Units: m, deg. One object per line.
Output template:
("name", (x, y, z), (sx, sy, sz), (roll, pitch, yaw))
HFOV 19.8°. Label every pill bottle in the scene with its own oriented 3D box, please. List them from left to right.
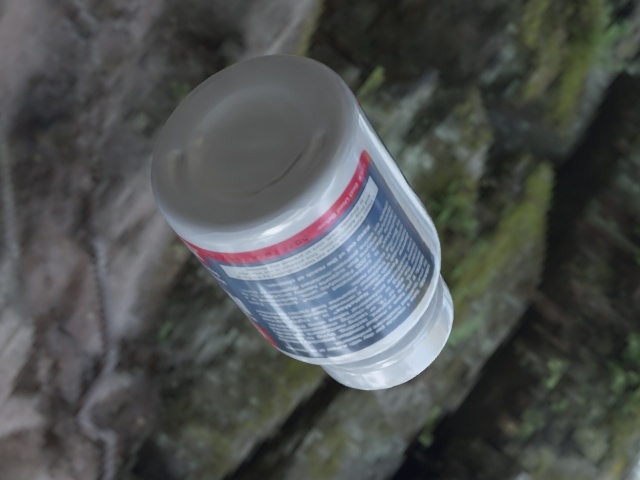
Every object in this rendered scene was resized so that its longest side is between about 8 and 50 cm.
("pill bottle", (0.000, 0.000, 0.920), (0.108, 0.180, 0.108), (-13, -127, 18))
